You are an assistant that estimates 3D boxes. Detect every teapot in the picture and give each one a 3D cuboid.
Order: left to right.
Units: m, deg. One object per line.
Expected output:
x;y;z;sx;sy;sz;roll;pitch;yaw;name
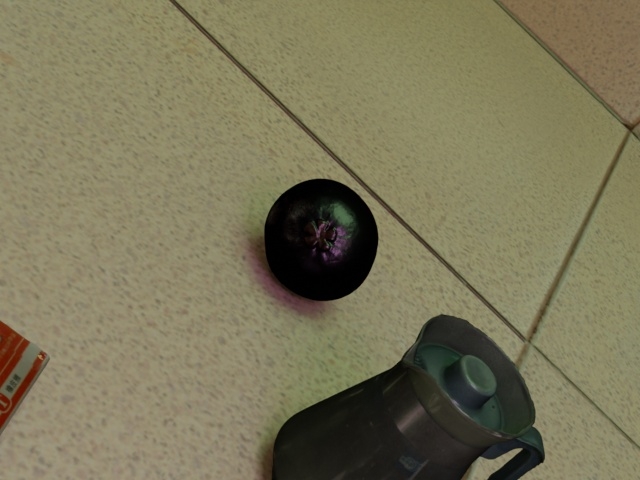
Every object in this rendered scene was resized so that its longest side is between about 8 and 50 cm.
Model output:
0.088;0.191;1.111;0.203;0.225;0.171;29;34;-23;teapot

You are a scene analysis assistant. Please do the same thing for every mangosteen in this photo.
0.000;0.000;1.358;0.137;0.137;0.151;43;-5;-1;mangosteen

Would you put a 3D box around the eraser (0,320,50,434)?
-0.339;0.077;0.937;0.230;0.038;0.157;38;31;-11;eraser
